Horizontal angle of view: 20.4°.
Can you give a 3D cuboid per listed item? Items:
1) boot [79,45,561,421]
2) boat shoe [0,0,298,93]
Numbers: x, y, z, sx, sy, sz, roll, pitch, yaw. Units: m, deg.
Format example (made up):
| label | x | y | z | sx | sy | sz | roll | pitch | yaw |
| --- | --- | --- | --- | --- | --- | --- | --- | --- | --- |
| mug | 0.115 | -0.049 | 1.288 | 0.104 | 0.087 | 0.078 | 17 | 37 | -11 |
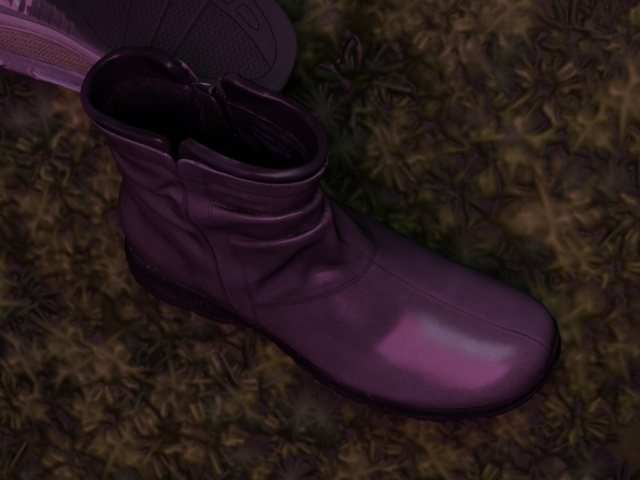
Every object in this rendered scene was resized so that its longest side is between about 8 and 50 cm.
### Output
| label | x | y | z | sx | sy | sz | roll | pitch | yaw |
| --- | --- | --- | --- | --- | --- | --- | --- | --- | --- |
| boot | 0.000 | 0.000 | 1.186 | 0.338 | 0.118 | 0.223 | 16 | 152 | 11 |
| boat shoe | -0.168 | -0.157 | 1.273 | 0.320 | 0.103 | 0.118 | 15 | 63 | 10 |
